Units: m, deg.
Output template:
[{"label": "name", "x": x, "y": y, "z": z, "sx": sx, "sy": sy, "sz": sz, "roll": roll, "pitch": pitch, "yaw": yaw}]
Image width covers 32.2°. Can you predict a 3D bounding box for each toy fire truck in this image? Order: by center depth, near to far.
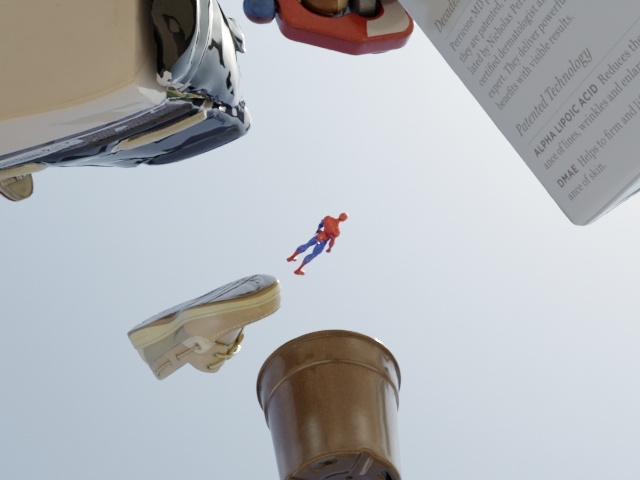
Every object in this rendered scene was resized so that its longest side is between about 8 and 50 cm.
[{"label": "toy fire truck", "x": -0.004, "y": -0.383, "z": 1.548, "sx": 0.253, "sy": 0.169, "sz": 0.302, "roll": -12, "pitch": -114, "yaw": -16}]

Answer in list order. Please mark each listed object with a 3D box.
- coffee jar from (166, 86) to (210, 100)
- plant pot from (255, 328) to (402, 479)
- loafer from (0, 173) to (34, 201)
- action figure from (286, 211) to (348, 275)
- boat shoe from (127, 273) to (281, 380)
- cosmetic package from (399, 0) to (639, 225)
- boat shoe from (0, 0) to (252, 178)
[{"label": "coffee jar", "x": -0.219, "y": -0.179, "z": 1.403, "sx": 0.184, "sy": 0.079, "sz": 0.096, "roll": 6, "pitch": -135, "yaw": -27}, {"label": "plant pot", "x": 0.018, "y": 0.212, "z": 1.198, "sx": 0.167, "sy": 0.167, "sz": 0.165, "roll": 9, "pitch": -145, "yaw": -13}, {"label": "loafer", "x": -0.300, "y": -0.091, "z": 1.031, "sx": 0.045, "sy": 0.039, "sz": 0.125, "roll": -41, "pitch": -61, "yaw": -36}, {"label": "action figure", "x": 0.000, "y": 0.000, "z": 1.475, "sx": 0.030, "sy": 0.115, "sz": 0.038, "roll": -1, "pitch": -126, "yaw": -44}, {"label": "boat shoe", "x": -0.147, "y": 0.124, "z": 1.502, "sx": 0.109, "sy": 0.302, "sz": 0.098, "roll": -30, "pitch": -85, "yaw": -46}, {"label": "cosmetic package", "x": 0.148, "y": -0.138, "z": 0.522, "sx": 0.151, "sy": 0.151, "sz": 0.184, "roll": -29, "pitch": -104, "yaw": -28}, {"label": "boat shoe", "x": -0.198, "y": -0.071, "z": 0.595, "sx": 0.340, "sy": 0.158, "sz": 0.127, "roll": -6, "pitch": -100, "yaw": 16}]
